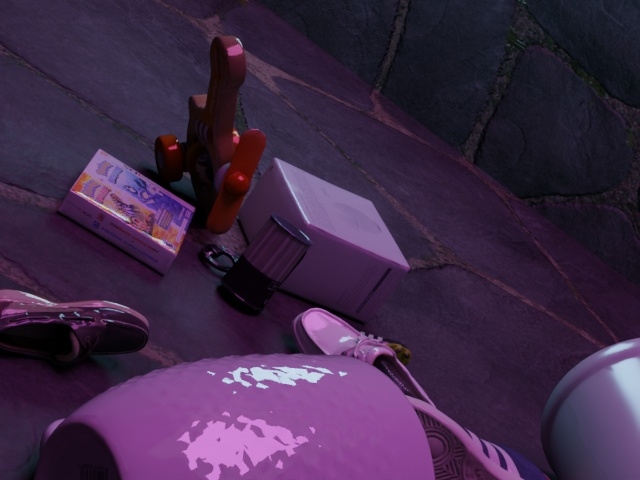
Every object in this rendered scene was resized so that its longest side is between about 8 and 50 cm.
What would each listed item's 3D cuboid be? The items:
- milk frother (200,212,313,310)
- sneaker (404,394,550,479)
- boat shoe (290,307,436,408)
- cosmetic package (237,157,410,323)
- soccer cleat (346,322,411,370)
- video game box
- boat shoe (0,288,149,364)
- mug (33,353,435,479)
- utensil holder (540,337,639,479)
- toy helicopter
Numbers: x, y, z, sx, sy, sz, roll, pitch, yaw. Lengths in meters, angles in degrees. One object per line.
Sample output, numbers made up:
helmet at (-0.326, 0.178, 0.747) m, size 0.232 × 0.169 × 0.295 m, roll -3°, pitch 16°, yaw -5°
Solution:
milk frother at (-0.104, 0.014, 1.880) m, size 0.143 × 0.134 × 0.129 m, roll 39°, pitch 7°, yaw 4°
sneaker at (0.201, 0.324, 1.716) m, size 0.350 × 0.131 × 0.148 m, roll 38°, pitch 12°, yaw -11°
boat shoe at (0.073, 0.187, 1.794) m, size 0.277 × 0.096 × 0.098 m, roll 41°, pitch 54°, yaw 15°
cosmetic package at (0.000, 0.000, 2.080) m, size 0.225 × 0.138 × 0.224 m, roll 25°, pitch 22°, yaw -31°
soccer cleat at (0.073, 0.168, 1.936) m, size 0.179 × 0.060 × 0.072 m, roll 16°, pitch 26°, yaw -37°
video game box at (-0.295, -0.049, 1.851) m, size 0.187 × 0.048 × 0.205 m, roll 30°, pitch 20°, yaw -10°
boat shoe at (-0.305, 0.115, 1.429) m, size 0.224 × 0.080 × 0.073 m, roll 14°, pitch 34°, yaw -35°
mug at (-0.129, 0.243, 1.200) m, size 0.328 × 0.276 × 0.374 m, roll 4°, pitch 5°, yaw -43°
utensil holder at (0.540, 0.387, 1.812) m, size 0.328 × 0.327 × 0.385 m, roll 28°, pitch 23°, yaw -19°
toy helicopter at (-0.165, -0.173, 1.948) m, size 0.140 × 0.355 × 0.235 m, roll -9°, pitch 50°, yaw -21°
